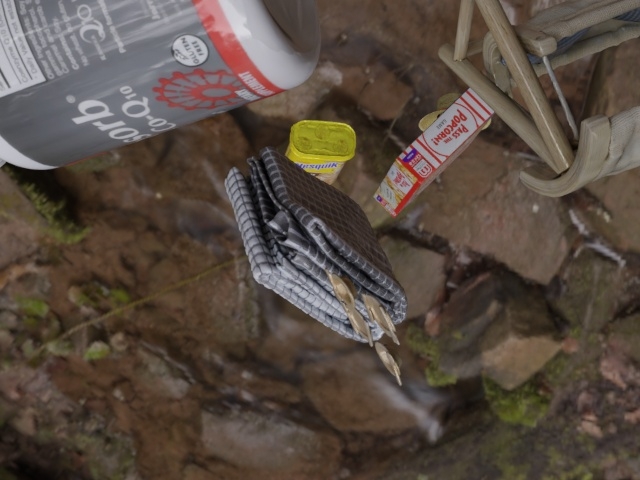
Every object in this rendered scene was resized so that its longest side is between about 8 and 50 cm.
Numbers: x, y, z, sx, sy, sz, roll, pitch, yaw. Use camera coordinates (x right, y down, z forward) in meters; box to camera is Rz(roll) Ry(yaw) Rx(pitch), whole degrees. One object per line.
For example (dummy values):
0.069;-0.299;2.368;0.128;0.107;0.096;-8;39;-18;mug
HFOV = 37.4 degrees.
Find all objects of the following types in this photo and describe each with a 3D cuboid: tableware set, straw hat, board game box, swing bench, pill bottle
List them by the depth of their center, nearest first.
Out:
-0.201;-0.181;0.812;0.363;0.210;0.210;-16;118;19;pill bottle
0.277;-0.175;0.851;0.253;0.255;0.165;-20;149;-9;swing bench
0.144;-0.112;1.197;0.045;0.147;0.193;45;170;4;board game box
0.062;0.110;1.271;0.168;0.020;0.141;40;157;50;tableware set
0.269;-0.263;1.907;0.144;0.061;0.144;-1;163;0;straw hat

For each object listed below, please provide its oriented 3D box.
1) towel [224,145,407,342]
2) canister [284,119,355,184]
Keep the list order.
0.000;0.000;1.432;0.121;0.235;0.283;-39;132;16;towel
-0.008;-0.169;1.872;0.126;0.073;0.170;3;163;-10;canister
